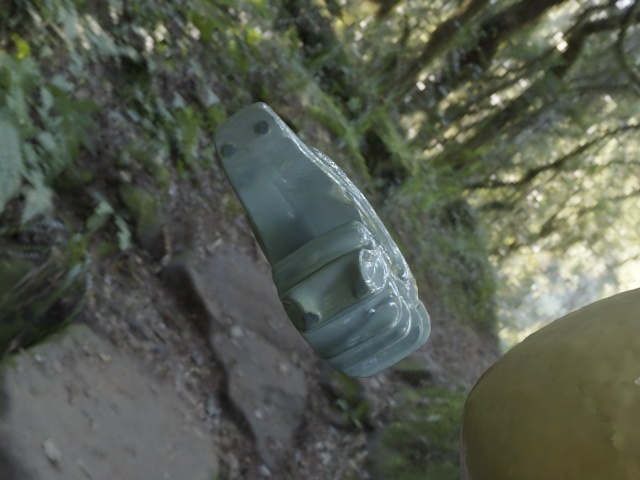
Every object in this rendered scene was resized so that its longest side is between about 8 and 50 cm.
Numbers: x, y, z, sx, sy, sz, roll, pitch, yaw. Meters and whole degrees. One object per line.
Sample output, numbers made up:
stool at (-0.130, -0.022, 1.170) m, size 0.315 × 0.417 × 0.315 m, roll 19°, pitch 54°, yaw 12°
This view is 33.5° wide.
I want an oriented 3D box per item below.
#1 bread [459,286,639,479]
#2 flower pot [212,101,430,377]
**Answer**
bread at (0.273, 0.167, 0.527) m, size 0.253 × 0.376 × 0.348 m, roll 89°, pitch -10°, yaw -67°
flower pot at (0.000, 0.000, 1.435) m, size 0.368 × 0.164 × 0.254 m, roll 61°, pitch 9°, yaw 22°
